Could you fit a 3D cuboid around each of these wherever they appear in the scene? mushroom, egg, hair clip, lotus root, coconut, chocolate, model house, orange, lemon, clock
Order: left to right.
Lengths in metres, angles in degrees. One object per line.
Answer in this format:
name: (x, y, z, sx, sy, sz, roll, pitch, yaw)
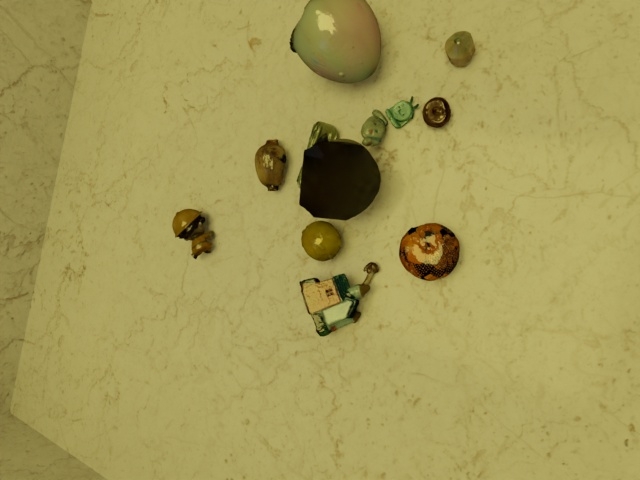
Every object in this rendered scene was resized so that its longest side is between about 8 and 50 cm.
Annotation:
lotus root: (-0.235, -0.366, 2.016, 0.155, 0.140, 0.256, -4, 91, 31)
hair clip: (-0.019, -0.379, 1.944, 0.091, 0.138, 0.321, 31, 104, 68)
lemon: (0.000, 0.000, 1.867, 0.206, 0.173, 0.173, 35, 101, 26)
chocolate: (0.073, -0.276, 1.778, 0.326, 0.297, 0.313, 2, 113, -6)
model house: (0.084, 0.258, 1.824, 0.291, 0.184, 0.253, -20, 76, 12)
egg: (0.105, -0.832, 1.783, 0.340, 0.354, 0.354, 44, 105, 3)
mushroom: (0.189, 0.176, 1.833, 0.060, 0.061, 0.187, 36, 106, 21)
clock: (0.353, -0.554, 1.808, 0.135, 0.041, 0.101, -35, 73, 19)
orange: (0.428, 0.045, 1.661, 0.235, 0.182, 0.234, -3, 79, 15)
mushroom: (0.477, -0.523, 1.728, 0.109, 0.085, 0.126, -2, 88, 60)
coconut: (0.557, -0.767, 1.683, 0.116, 0.122, 0.116, -2, 86, 26)

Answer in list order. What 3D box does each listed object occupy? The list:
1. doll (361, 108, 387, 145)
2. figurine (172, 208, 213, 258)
doll: (0.230, -0.478, 1.819, 0.104, 0.071, 0.214, 27, 59, -8)
figurine: (-0.657, -0.046, 2.178, 0.192, 0.167, 0.256, -36, 75, 4)
